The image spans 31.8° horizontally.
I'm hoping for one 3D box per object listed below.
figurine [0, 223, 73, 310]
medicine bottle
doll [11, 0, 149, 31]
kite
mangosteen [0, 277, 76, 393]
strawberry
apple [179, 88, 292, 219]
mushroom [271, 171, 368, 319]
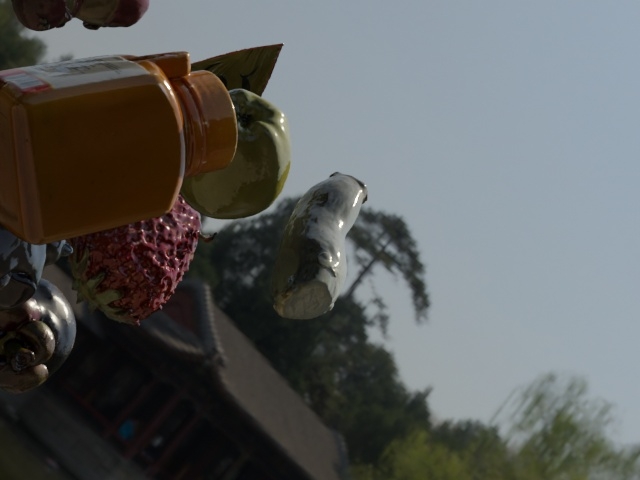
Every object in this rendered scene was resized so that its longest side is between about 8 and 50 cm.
[{"bbox_3d":[-0.488,0.034,1.444,0.248,0.203,0.380,5,23,6],"label":"figurine"},{"bbox_3d":[-0.198,-0.095,1.060,0.112,0.222,0.149,28,-55,48],"label":"medicine bottle"},{"bbox_3d":[-0.450,-0.468,2.107,0.256,0.152,0.196,-4,20,-30],"label":"doll"},{"bbox_3d":[-0.213,-0.241,2.041,0.013,0.377,0.327,37,13,-39],"label":"kite"},{"bbox_3d":[-0.518,0.161,1.892,0.211,0.211,0.250,45,-1,-20],"label":"mangosteen"},{"bbox_3d":[-0.381,0.017,2.450,0.292,0.343,0.292,41,-25,24],"label":"strawberry"},{"bbox_3d":[-0.133,-0.129,1.688,0.200,0.200,0.200,38,-13,11],"label":"apple"},{"bbox_3d":[-0.002,-0.001,1.717,0.109,0.351,0.097,12,-51,5],"label":"mushroom"}]
